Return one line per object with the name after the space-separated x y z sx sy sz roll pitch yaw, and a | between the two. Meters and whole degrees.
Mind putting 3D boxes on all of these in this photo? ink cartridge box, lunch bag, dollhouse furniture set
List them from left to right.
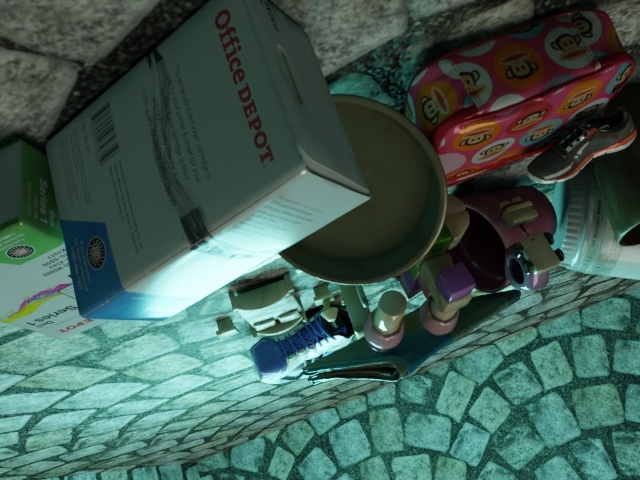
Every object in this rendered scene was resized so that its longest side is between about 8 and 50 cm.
-0.354 0.017 0.812 0.201 0.117 0.278 -22 152 14 | ink cartridge box
-0.131 -0.077 0.672 0.307 0.223 0.129 -30 156 25 | ink cartridge box
-0.073 0.171 1.359 0.355 0.174 0.303 -19 157 0 | dollhouse furniture set
0.261 -0.182 0.899 0.292 0.120 0.258 -20 163 -4 | lunch bag

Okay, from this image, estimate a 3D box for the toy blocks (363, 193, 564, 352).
0.175 0.024 1.081 0.308 0.289 0.260 -18 154 -11 | toy blocks

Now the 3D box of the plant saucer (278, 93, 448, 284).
0.034 -0.066 0.862 0.277 0.278 0.041 -32 -164 28 | plant saucer

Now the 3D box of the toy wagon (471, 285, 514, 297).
0.468 0.139 1.835 0.267 0.068 0.344 3 157 -42 | toy wagon

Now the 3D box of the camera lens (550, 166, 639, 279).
0.621 -0.033 1.279 0.274 0.220 0.219 7 160 9 | camera lens

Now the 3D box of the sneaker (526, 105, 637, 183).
0.354 -0.138 0.873 0.157 0.061 0.065 -29 136 6 | sneaker

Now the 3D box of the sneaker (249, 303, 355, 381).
-0.026 0.246 1.661 0.315 0.128 0.182 -15 155 -27 | sneaker

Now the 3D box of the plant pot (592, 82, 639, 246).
0.553 -0.141 1.064 0.215 0.231 0.215 -16 158 -7 | plant pot

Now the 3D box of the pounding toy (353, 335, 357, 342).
0.138 0.367 2.002 0.269 0.155 0.154 -25 153 15 | pounding toy

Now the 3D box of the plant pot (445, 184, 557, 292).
0.367 -0.019 1.276 0.180 0.201 0.201 -26 162 -25 | plant pot

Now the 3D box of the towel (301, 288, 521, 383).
0.178 0.182 1.201 0.370 0.040 0.271 -20 -179 -40 | towel

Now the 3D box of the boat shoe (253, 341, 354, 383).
-0.013 0.335 1.787 0.340 0.127 0.158 -9 -172 -43 | boat shoe

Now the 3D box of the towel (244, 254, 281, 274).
-0.206 0.004 1.052 0.236 0.037 0.329 -23 156 15 | towel
